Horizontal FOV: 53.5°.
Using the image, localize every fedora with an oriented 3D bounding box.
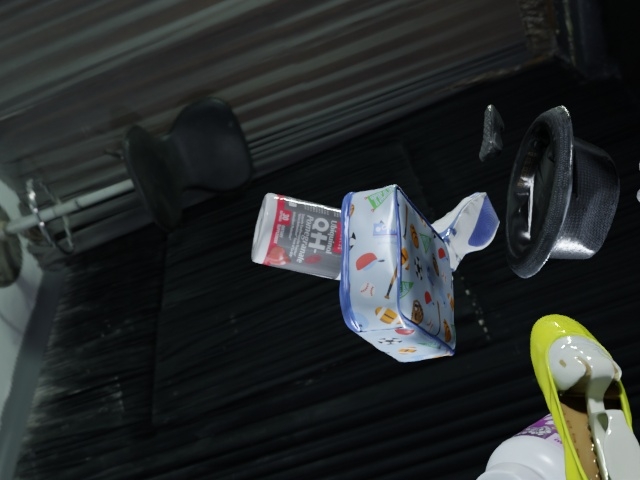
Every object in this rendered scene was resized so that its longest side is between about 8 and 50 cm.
[{"bbox_3d":[0.469,-0.083,1.215,0.334,0.152,0.334,-169,-90,-89],"label":"fedora"}]

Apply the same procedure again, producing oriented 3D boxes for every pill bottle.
[{"bbox_3d":[0.000,0.000,1.575,0.176,0.318,0.176,-168,-90,-79],"label":"pill bottle"},{"bbox_3d":[0.370,0.379,1.010,0.301,0.169,0.169,-6,74,-46],"label":"pill bottle"}]

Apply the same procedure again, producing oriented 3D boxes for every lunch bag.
[{"bbox_3d":[0.130,0.055,1.019,0.303,0.114,0.243,40,43,-55],"label":"lunch bag"}]

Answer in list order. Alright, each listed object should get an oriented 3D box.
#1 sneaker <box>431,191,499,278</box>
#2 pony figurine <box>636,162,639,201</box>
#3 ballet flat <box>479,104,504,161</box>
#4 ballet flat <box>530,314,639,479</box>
[{"bbox_3d":[0.245,0.005,1.434,0.182,0.315,0.127,13,-40,51],"label":"sneaker"},{"bbox_3d":[0.513,-0.031,0.540,0.303,0.351,0.363,55,1,-30],"label":"pony figurine"},{"bbox_3d":[0.359,-0.234,1.348,0.057,0.049,0.173,42,40,-22],"label":"ballet flat"},{"bbox_3d":[0.241,0.149,0.555,0.077,0.077,0.231,84,6,-50],"label":"ballet flat"}]
